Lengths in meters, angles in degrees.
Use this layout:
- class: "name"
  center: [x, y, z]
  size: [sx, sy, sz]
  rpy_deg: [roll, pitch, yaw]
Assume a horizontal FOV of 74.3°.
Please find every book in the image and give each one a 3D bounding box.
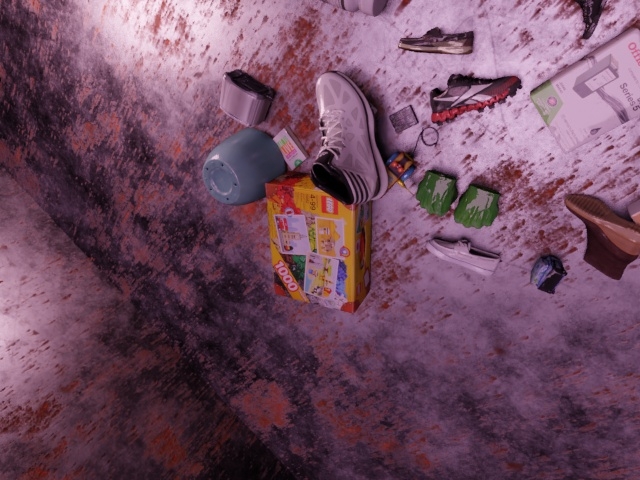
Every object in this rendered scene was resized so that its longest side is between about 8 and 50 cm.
- class: "book"
  center: [-0.122, -0.365, 1.680]
  size: [0.096, 0.035, 0.144]
  rpy_deg: [-31, 98, 41]

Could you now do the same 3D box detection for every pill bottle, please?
- class: "pill bottle"
  center: [0.064, -0.797, 1.277]
  size: [0.283, 0.161, 0.161]
  rpy_deg: [28, 124, 13]

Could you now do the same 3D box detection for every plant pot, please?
- class: "plant pot"
  center: [-0.324, -0.273, 1.691]
  size: [0.292, 0.235, 0.293]
  rpy_deg: [16, 125, 24]

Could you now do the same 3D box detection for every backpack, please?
- class: "backpack"
  center: [0.750, 0.105, 1.398]
  size: [0.084, 0.114, 0.105]
  rpy_deg: [26, 121, 15]

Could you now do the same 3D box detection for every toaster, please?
- class: "toaster"
  center: [-0.281, -0.537, 1.618]
  size: [0.226, 0.129, 0.147]
  rpy_deg: [33, 129, 7]

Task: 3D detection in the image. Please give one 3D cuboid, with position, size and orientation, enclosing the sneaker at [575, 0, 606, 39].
- class: "sneaker"
  center: [0.694, -0.623, 1.100]
  size: [0.089, 0.051, 0.170]
  rpy_deg: [21, 118, 18]

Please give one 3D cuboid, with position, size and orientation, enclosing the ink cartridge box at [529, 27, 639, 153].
- class: "ink cartridge box"
  center: [0.748, -0.398, 1.142]
  size: [0.272, 0.115, 0.198]
  rpy_deg: [-32, 97, 36]

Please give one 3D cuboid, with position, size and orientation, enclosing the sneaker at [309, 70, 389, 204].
- class: "sneaker"
  center: [0.057, -0.323, 1.329]
  size: [0.169, 0.257, 0.448]
  rpy_deg: [-19, 94, 39]

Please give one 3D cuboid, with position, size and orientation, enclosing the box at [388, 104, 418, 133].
- class: "box"
  center: [0.284, -0.413, 1.442]
  size: [0.083, 0.018, 0.067]
  rpy_deg: [-21, 103, 34]

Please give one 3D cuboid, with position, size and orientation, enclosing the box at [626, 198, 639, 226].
- class: "box"
  center: [0.994, -0.055, 1.201]
  size: [0.170, 0.091, 0.130]
  rpy_deg: [49, 126, -1]

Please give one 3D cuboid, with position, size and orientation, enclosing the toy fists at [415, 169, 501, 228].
- class: "toy fists"
  center: [0.464, -0.136, 1.444]
  size: [0.279, 0.096, 0.143]
  rpy_deg: [23, 113, 18]

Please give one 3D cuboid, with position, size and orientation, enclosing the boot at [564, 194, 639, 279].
- class: "boot"
  center: [0.843, -0.008, 1.302]
  size: [0.248, 0.090, 0.207]
  rpy_deg: [44, 155, 36]

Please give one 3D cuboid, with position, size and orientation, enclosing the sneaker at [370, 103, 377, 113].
- class: "sneaker"
  center: [0.066, -0.419, 1.509]
  size: [0.151, 0.094, 0.256]
  rpy_deg: [43, 117, -4]

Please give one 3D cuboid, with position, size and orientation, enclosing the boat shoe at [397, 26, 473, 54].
- class: "boat shoe"
  center: [0.349, -0.606, 1.278]
  size: [0.223, 0.080, 0.074]
  rpy_deg: [12, 114, 17]

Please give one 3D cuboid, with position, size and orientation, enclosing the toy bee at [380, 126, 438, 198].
- class: "toy bee"
  center: [0.255, -0.253, 1.453]
  size: [0.195, 0.162, 0.299]
  rpy_deg: [26, 124, 16]

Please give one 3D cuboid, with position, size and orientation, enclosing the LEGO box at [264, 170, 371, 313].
- class: "LEGO box"
  center: [0.000, 0.000, 1.697]
  size: [0.372, 0.193, 0.501]
  rpy_deg: [10, 119, 24]

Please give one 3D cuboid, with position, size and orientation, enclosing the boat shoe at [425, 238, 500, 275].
- class: "boat shoe"
  center: [0.511, 0.038, 1.516]
  size: [0.257, 0.095, 0.084]
  rpy_deg: [21, 119, 5]

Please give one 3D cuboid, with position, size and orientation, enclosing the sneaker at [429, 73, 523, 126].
- class: "sneaker"
  center: [0.456, -0.453, 1.281]
  size: [0.275, 0.097, 0.135]
  rpy_deg: [-12, 111, 34]
